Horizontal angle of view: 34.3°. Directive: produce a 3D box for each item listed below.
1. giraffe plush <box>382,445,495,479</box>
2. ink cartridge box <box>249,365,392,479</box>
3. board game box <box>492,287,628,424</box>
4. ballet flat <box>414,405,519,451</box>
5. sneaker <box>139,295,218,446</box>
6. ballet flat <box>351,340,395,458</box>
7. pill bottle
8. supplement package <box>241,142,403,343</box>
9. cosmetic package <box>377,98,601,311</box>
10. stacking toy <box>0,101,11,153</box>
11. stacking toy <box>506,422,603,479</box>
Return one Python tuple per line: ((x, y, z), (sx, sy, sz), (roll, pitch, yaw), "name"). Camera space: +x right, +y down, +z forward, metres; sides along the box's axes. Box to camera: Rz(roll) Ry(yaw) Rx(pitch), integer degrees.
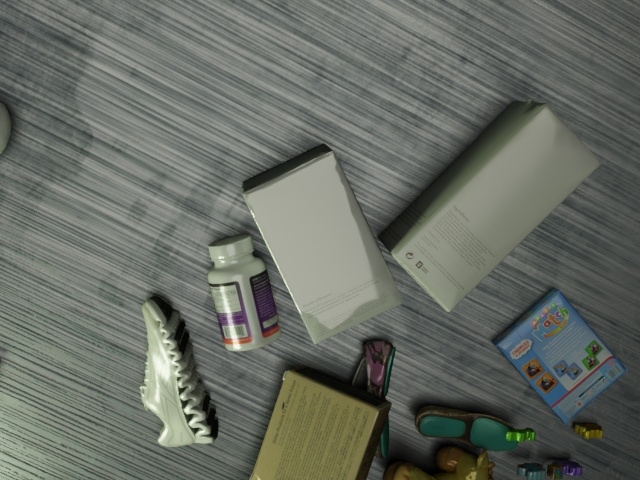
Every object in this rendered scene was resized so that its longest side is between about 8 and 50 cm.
((0.243, 0.458, 1.941), (0.170, 0.181, 0.210), (-43, 90, -19), "giraffe plush")
((0.000, 0.372, 1.897), (0.193, 0.088, 0.234), (22, 99, 20), "ink cartridge box")
((0.455, 0.220, 1.969), (0.160, 0.039, 0.211), (-41, 101, 2), "board game box")
((0.275, 0.348, 1.961), (0.206, 0.067, 0.073), (15, 103, -10), "ballet flat")
((-0.281, 0.245, 1.884), (0.118, 0.110, 0.292), (-15, 100, 7), "sneaker")
((0.095, 0.295, 1.941), (0.079, 0.077, 0.221), (4, 94, 13), "ballet flat")
((-0.142, 0.092, 1.863), (0.108, 0.108, 0.193), (-13, 100, -3), "pill bottle")
((0.000, 0.000, 1.824), (0.175, 0.177, 0.293), (-26, 101, 0), "supplement package")
((0.288, -0.069, 1.830), (0.365, 0.197, 0.155), (-44, 100, 4), "cosmetic package")
((-0.708, -0.068, 1.725), (0.350, 0.350, 0.480), (42, 78, -10), "stacking toy")
((0.433, 0.434, 1.971), (0.221, 0.052, 0.167), (2, 99, -23), "stacking toy")
